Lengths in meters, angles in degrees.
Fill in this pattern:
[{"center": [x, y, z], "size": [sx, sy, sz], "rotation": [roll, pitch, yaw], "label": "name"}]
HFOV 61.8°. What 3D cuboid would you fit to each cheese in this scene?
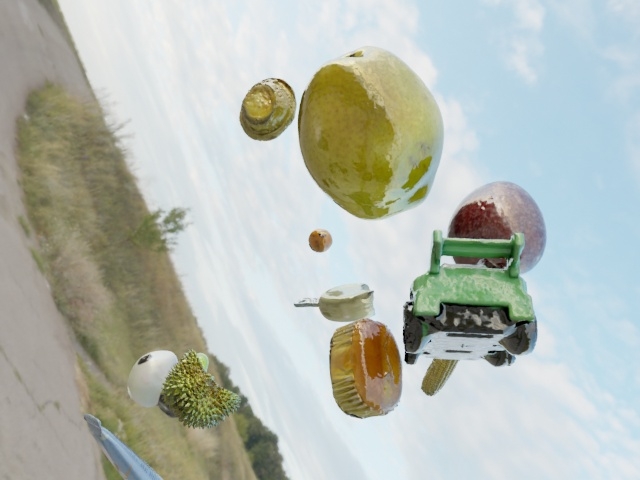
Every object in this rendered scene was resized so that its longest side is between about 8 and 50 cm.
[{"center": [0.031, 0.168, 1.409], "size": [0.163, 0.249, 0.070], "rotation": [-42, 121, -70], "label": "cheese"}]

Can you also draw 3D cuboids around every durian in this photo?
[{"center": [-0.351, 0.441, 1.535], "size": [0.200, 0.176, 0.237], "rotation": [41, -13, 50], "label": "durian"}]

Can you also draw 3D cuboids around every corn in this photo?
[{"center": [0.411, 0.385, 1.750], "size": [0.086, 0.086, 0.288], "rotation": [49, -58, 48], "label": "corn"}]

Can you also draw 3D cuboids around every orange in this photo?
[{"center": [0.000, 0.000, 1.761], "size": [0.083, 0.084, 0.083], "rotation": [57, -19, 32], "label": "orange"}]

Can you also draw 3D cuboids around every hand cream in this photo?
[{"center": [-0.363, 0.430, 1.026], "size": [0.088, 0.055, 0.256], "rotation": [-6, -61, 52], "label": "hand cream"}]

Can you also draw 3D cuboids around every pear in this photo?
[{"center": [0.118, -0.249, 1.295], "size": [0.362, 0.362, 0.418], "rotation": [41, -23, 57], "label": "pear"}]

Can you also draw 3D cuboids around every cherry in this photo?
[{"center": [0.431, -0.027, 1.315], "size": [0.203, 0.300, 0.230], "rotation": [37, -33, -27], "label": "cherry"}]

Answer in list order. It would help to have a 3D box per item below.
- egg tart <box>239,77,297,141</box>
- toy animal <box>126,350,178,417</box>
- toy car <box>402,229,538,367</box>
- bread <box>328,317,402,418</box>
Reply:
[{"center": [-0.158, -0.379, 1.519], "size": [0.191, 0.191, 0.074], "rotation": [61, 15, 19], "label": "egg tart"}, {"center": [-0.553, 0.517, 1.930], "size": [0.267, 0.212, 0.212], "rotation": [27, -19, -2], "label": "toy animal"}, {"center": [0.255, 0.125, 0.958], "size": [0.358, 0.213, 0.176], "rotation": [70, 22, -68], "label": "toy car"}, {"center": [0.093, 0.249, 1.053], "size": [0.114, 0.132, 0.190], "rotation": [-32, -130, 46], "label": "bread"}]
